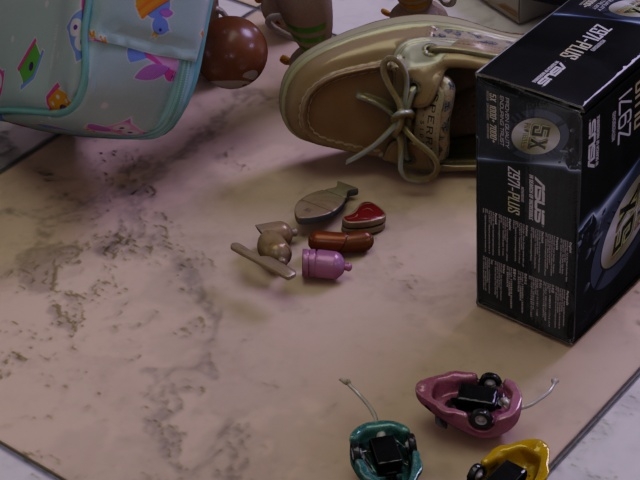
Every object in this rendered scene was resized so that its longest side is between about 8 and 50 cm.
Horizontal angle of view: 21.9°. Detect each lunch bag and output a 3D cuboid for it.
[{"bbox_3d":[-0.161,-0.215,1.200,0.107,0.279,0.224,11,-3,-32],"label":"lunch bag"}]

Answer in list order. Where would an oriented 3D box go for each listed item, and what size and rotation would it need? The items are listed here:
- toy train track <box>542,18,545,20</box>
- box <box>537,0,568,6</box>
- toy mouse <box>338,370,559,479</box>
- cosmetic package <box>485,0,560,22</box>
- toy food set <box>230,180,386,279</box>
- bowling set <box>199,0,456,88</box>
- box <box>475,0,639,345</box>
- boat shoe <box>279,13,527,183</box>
[{"bbox_3d":[0.208,-0.161,1.332,0.048,0.014,0.083,-28,37,-18],"label":"toy train track"},{"bbox_3d":[0.370,-0.285,1.381,0.318,0.097,0.395,17,37,16],"label":"box"},{"bbox_3d":[0.068,0.117,0.953,0.143,0.031,0.161,21,43,29],"label":"toy mouse"},{"bbox_3d":[0.157,-0.231,1.405,0.060,0.041,0.115,-20,40,-23],"label":"cosmetic package"},{"bbox_3d":[0.000,0.000,1.131,0.078,0.019,0.122,27,39,35],"label":"toy food set"},{"bbox_3d":[-0.054,-0.172,1.292,0.287,0.154,0.200,13,58,19],"label":"bowling set"},{"bbox_3d":[0.169,-0.052,1.047,0.077,0.180,0.147,24,44,32],"label":"box"},{"bbox_3d":[0.113,-0.098,1.178,0.285,0.105,0.089,-4,34,-1],"label":"boat shoe"}]
